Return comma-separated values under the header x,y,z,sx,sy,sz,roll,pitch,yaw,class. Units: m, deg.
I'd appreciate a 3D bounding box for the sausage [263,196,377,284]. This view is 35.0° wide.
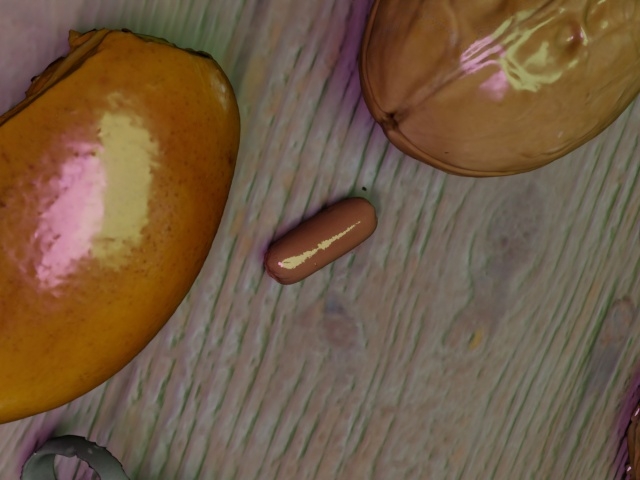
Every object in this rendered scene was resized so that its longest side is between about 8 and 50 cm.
x,y,z,sx,sy,sz,roll,pitch,yaw,class
0.000,0.000,0.679,0.083,0.034,0.034,-31,114,-16,sausage

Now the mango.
x,y,z,sx,sy,sz,roll,pitch,yaw,class
-0.142,-0.008,0.560,0.154,0.126,0.252,31,90,-17,mango

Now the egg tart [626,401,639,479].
x,y,z,sx,sy,sz,roll,pitch,yaw,class
0.399,0.171,0.872,0.288,0.118,0.288,-6,103,-28,egg tart

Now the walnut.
x,y,z,sx,sy,sz,roll,pitch,yaw,class
0.119,-0.128,0.634,0.197,0.165,0.165,-32,114,-18,walnut

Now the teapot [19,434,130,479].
x,y,z,sx,sy,sz,roll,pitch,yaw,class
-0.107,0.256,0.612,0.193,0.129,0.294,-19,86,-47,teapot
